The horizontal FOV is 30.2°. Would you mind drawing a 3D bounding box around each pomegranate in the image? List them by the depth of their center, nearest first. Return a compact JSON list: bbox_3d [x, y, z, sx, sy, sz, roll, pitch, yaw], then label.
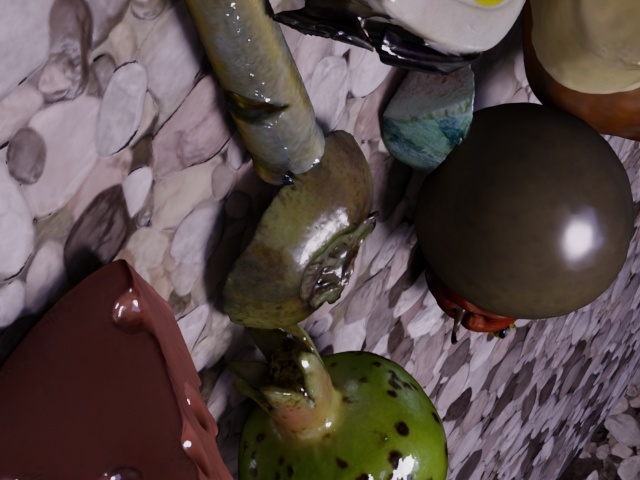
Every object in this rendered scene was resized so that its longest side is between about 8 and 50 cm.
[{"bbox_3d":[-0.009,0.214,1.227,0.286,0.231,0.231,29,91,-36],"label":"pomegranate"}]

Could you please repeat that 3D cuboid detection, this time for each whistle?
[{"bbox_3d":[-0.056,-0.147,0.883,0.068,0.057,0.326,-63,157,-22],"label":"whistle"}]

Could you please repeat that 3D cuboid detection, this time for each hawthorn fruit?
[{"bbox_3d":[0.201,0.046,1.445,0.194,0.157,0.157,-55,155,-22],"label":"hawthorn fruit"}]

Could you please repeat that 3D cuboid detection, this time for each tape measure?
[{"bbox_3d":[0.083,-0.237,0.931,0.231,0.133,0.271,33,75,-59],"label":"tape measure"}]

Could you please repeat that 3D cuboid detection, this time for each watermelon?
[{"bbox_3d":[0.107,-0.127,1.200,0.180,0.081,0.094,116,-2,-51],"label":"watermelon"}]

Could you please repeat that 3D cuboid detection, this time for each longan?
[{"bbox_3d":[0.212,-0.033,1.266,0.248,0.248,0.248,-42,150,-32],"label":"longan"}]

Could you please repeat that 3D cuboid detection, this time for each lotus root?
[{"bbox_3d":[-0.002,0.003,1.091,0.203,0.078,0.183,-54,166,-12],"label":"lotus root"}]

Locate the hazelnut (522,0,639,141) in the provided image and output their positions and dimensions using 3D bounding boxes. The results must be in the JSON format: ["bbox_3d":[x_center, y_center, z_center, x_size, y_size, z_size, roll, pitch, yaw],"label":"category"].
[{"bbox_3d":[0.383,-0.273,1.263,0.366,0.366,0.365,-42,150,-32],"label":"hazelnut"}]

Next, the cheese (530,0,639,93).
[{"bbox_3d":[0.321,-0.342,1.040,0.384,0.384,0.104,-53,-179,-14],"label":"cheese"}]

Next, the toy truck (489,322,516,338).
[{"bbox_3d":[0.266,0.104,1.757,0.054,0.049,0.083,-42,149,-35],"label":"toy truck"}]

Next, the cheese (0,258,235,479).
[{"bbox_3d":[-0.149,0.112,0.895,0.128,0.203,0.177,56,39,-61],"label":"cheese"}]
